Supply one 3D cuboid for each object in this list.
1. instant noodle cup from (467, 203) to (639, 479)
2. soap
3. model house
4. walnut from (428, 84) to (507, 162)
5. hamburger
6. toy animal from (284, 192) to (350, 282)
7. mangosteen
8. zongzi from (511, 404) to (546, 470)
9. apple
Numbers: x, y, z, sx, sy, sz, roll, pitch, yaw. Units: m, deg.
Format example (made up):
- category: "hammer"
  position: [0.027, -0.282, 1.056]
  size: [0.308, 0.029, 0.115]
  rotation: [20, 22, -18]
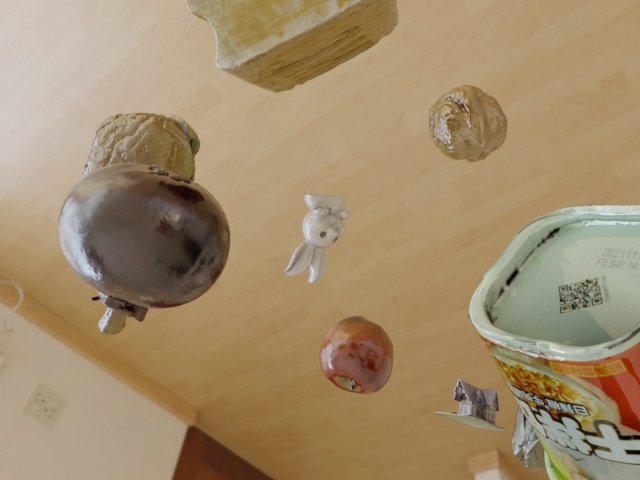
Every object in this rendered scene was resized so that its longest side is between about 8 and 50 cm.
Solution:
- category: "instant noodle cup"
  position: [0.335, 0.137, 0.588]
  size: [0.294, 0.294, 0.308]
  rotation: [-28, 114, 26]
- category: "soap"
  position: [-0.024, -0.383, 0.897]
  size: [0.293, 0.335, 0.156]
  rotation: [-22, 95, 11]
- category: "model house"
  position: [0.370, 0.400, 1.311]
  size: [0.167, 0.088, 0.117]
  rotation: [28, 153, -32]
- category: "walnut"
  position: [0.313, -0.245, 1.142]
  size: [0.155, 0.184, 0.155]
  rotation: [-9, 136, -8]
- category: "hamburger"
  position: [-0.426, -0.173, 1.248]
  size: [0.265, 0.285, 0.134]
  rotation: [4, 171, 25]
- category: "toy animal"
  position: [-0.001, -0.003, 1.282]
  size: [0.104, 0.220, 0.131]
  rotation: [9, 179, -41]
- category: "mangosteen"
  position: [-0.257, 0.023, 0.759]
  size: [0.235, 0.235, 0.261]
  rotation: [22, 97, -12]
- category: "zongzi"
  position: [0.450, 0.297, 1.131]
  size: [0.123, 0.289, 0.260]
  rotation: [11, 122, -37]
- category: "apple"
  position: [0.113, 0.335, 1.591]
  size: [0.230, 0.230, 0.230]
  rotation: [3, 130, 4]
